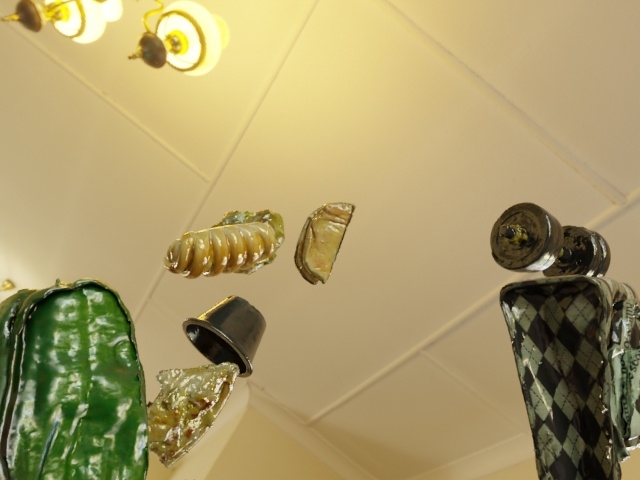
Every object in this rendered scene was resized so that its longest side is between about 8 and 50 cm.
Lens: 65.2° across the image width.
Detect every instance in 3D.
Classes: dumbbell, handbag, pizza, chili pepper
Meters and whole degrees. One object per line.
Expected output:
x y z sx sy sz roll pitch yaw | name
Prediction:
0.614 0.021 1.340 0.388 0.185 0.185 17 -42 -31 | dumbbell
0.437 0.221 0.811 0.180 0.416 0.316 -14 -105 36 | handbag
-0.340 0.425 1.228 0.223 0.323 0.089 35 1 -44 | pizza
-0.364 0.245 0.714 0.167 0.213 0.385 -26 -109 46 | chili pepper

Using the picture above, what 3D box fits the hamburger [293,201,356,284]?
0.000 0.000 1.463 0.131 0.124 0.262 21 -91 -11 | hamburger

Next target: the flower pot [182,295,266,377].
-0.246 0.252 1.392 0.235 0.148 0.235 24 -38 21 | flower pot

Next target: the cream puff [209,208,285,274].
-0.242 0.012 1.681 0.282 0.282 0.185 -4 -50 28 | cream puff

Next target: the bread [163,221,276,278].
-0.261 0.029 1.379 0.173 0.311 0.121 -35 -110 53 | bread

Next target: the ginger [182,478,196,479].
-0.394 0.948 1.687 0.176 0.256 0.375 -17 -30 26 | ginger
